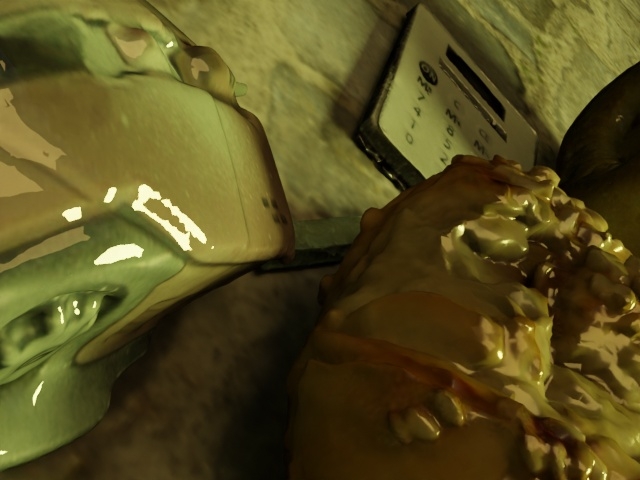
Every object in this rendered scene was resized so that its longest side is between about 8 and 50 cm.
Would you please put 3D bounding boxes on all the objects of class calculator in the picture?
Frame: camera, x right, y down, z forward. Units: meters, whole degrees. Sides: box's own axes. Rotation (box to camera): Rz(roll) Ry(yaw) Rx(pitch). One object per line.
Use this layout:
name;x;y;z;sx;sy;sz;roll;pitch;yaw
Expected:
calculator;0.104;-0.079;0.903;0.161;0.021;0.261;45;29;-14

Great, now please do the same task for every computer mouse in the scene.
computer mouse;-0.093;-0.042;0.461;0.199;0.115;0.389;58;28;2

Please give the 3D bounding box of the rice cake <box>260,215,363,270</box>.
rice cake;0.000;0.000;0.650;0.022;0.021;0.121;51;26;19

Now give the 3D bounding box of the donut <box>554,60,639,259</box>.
donut;0.286;-0.058;0.962;0.128;0.208;0.261;45;24;-14

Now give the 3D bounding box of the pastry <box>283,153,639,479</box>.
pastry;0.106;0.086;0.566;0.255;0.162;0.311;46;29;-17
